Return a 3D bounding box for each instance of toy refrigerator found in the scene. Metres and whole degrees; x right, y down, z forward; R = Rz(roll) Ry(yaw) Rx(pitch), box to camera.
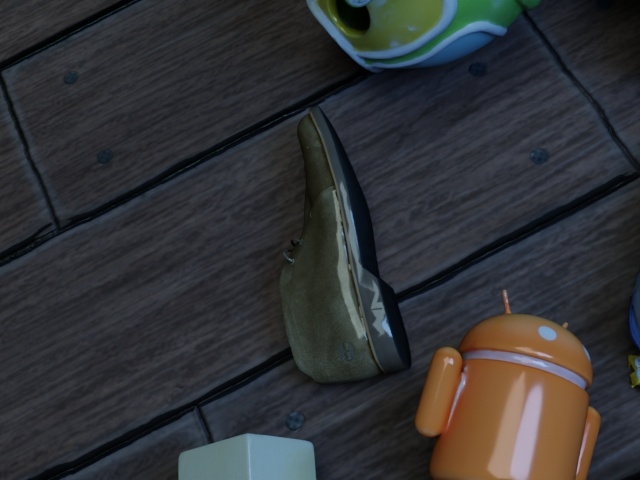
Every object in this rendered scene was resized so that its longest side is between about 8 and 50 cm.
[{"bbox_3d":[-0.057,0.317,0.768,0.102,0.094,0.269,-25,59,37],"label":"toy refrigerator"}]

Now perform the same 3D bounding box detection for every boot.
[{"bbox_3d":[0.000,0.000,0.905,0.115,0.112,0.305,-18,67,15],"label":"boot"}]

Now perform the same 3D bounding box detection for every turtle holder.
[{"bbox_3d":[0.106,-0.281,0.902,0.227,0.243,0.320,-40,25,20],"label":"turtle holder"}]

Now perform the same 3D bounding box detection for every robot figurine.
[{"bbox_3d":[0.171,0.160,0.783,0.158,0.128,0.219,12,70,16],"label":"robot figurine"}]

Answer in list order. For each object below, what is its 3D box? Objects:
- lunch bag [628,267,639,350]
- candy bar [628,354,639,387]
[{"bbox_3d":[0.430,0.016,0.792,0.243,0.115,0.303,20,66,17],"label":"lunch bag"},{"bbox_3d":[0.372,0.110,0.824,0.161,0.018,0.040,-13,62,6],"label":"candy bar"}]
